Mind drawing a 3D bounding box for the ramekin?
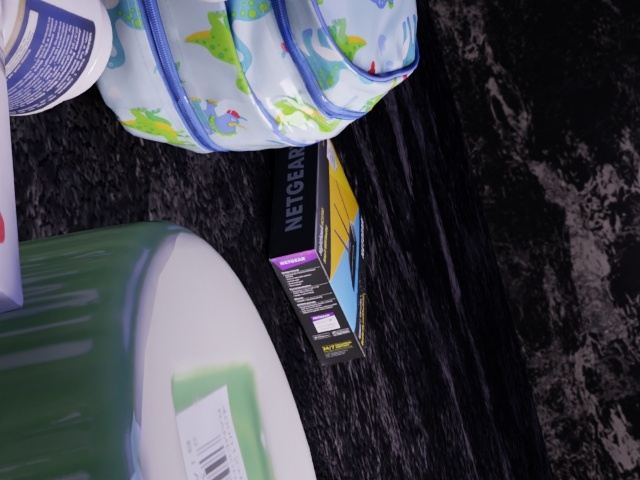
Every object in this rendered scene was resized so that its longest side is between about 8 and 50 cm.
[{"bbox_3d":[-0.099,0.136,0.821,0.303,0.148,0.303,-14,90,-77],"label":"ramekin"}]

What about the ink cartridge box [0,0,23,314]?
[{"bbox_3d":[-0.210,-0.116,0.687,0.207,0.117,0.283,50,29,-63],"label":"ink cartridge box"}]

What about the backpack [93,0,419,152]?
[{"bbox_3d":[-0.062,-0.232,1.198,0.290,0.273,0.356,-26,125,-75],"label":"backpack"}]

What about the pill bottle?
[{"bbox_3d":[-0.165,-0.111,0.923,0.169,0.094,0.094,7,70,-76],"label":"pill bottle"}]

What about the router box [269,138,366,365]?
[{"bbox_3d":[0.000,0.000,1.605,0.179,0.046,0.133,-89,160,-48],"label":"router box"}]

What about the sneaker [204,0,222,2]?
[{"bbox_3d":[-0.141,-0.210,0.889,0.123,0.290,0.106,23,95,-48],"label":"sneaker"}]
